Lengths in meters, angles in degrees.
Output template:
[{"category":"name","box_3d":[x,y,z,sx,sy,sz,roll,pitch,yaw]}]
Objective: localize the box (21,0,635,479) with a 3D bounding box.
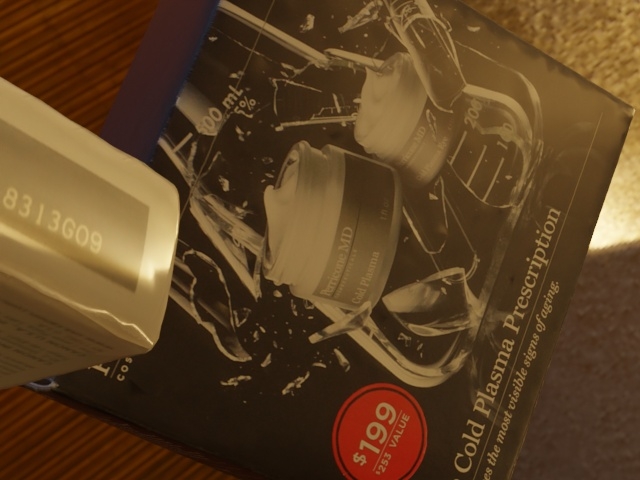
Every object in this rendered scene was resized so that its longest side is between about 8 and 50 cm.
[{"category":"box","box_3d":[0.000,0.000,0.853,0.312,0.343,0.179,26,-14,-21]}]

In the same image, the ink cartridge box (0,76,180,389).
[{"category":"ink cartridge box","box_3d":[-0.303,-0.007,0.536,0.385,0.091,0.308,-15,-33,36]}]
